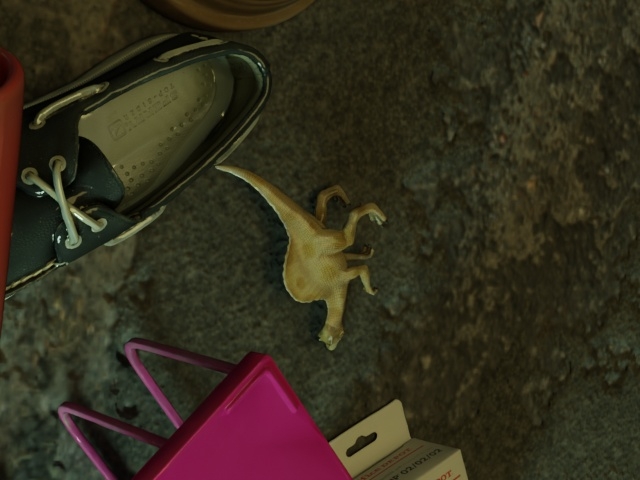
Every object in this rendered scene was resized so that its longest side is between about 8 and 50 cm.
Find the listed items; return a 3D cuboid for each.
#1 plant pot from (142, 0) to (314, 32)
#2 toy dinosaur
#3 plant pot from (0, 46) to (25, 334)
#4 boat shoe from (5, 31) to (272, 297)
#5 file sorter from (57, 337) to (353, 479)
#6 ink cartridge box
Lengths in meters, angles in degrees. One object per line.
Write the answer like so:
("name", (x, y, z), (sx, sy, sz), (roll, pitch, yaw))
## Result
("plant pot", (-0.041, -0.265, 1.158), (0.237, 0.110, 0.237), (-5, 99, -40))
("toy dinosaur", (0.000, 0.000, 1.253), (0.092, 0.053, 0.183), (-41, 118, -28))
("plant pot", (-0.289, 0.028, 0.897), (0.275, 0.275, 0.243), (-15, 114, -38))
("boat shoe", (-0.158, -0.049, 1.092), (0.302, 0.091, 0.114), (-45, 120, -28))
("file sorter", (-0.131, 0.231, 1.083), (0.290, 0.182, 0.202), (-47, 122, -25))
("ink cartridge box", (0.070, 0.231, 1.327), (0.104, 0.061, 0.181), (-29, 111, -34))
